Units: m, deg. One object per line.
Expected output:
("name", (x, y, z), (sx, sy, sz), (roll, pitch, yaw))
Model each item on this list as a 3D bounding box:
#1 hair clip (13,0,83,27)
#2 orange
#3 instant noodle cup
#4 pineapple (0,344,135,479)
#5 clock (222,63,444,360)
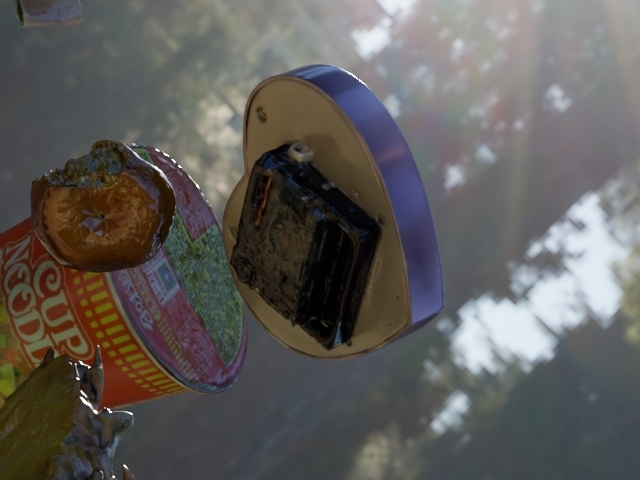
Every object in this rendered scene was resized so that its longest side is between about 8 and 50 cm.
("hair clip", (-0.218, -0.260, 1.412), (0.071, 0.159, 0.218), (-45, -127, 50))
("orange", (-0.128, -0.019, 1.179), (0.086, 0.086, 0.062), (49, 7, -15))
("instant noodle cup", (-0.189, 0.053, 1.444), (0.193, 0.212, 0.193), (46, 32, -40))
("pineapple", (-0.157, 0.217, 0.999), (0.161, 0.334, 0.158), (-9, -58, 48))
("clock", (0.000, 0.000, 1.229), (0.172, 0.064, 0.198), (44, -41, 30))
